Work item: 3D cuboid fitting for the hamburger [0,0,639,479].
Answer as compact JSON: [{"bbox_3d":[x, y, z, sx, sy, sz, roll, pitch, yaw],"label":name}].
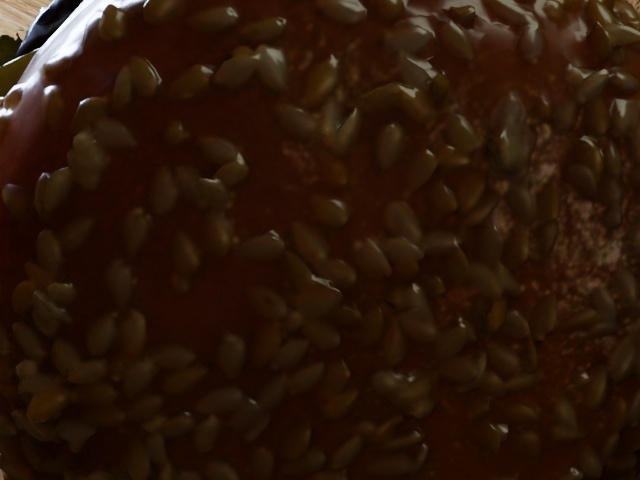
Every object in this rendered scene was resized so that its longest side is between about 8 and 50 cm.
[{"bbox_3d":[0.000,0.000,0.456,0.291,0.291,0.225,27,12,-17],"label":"hamburger"}]
